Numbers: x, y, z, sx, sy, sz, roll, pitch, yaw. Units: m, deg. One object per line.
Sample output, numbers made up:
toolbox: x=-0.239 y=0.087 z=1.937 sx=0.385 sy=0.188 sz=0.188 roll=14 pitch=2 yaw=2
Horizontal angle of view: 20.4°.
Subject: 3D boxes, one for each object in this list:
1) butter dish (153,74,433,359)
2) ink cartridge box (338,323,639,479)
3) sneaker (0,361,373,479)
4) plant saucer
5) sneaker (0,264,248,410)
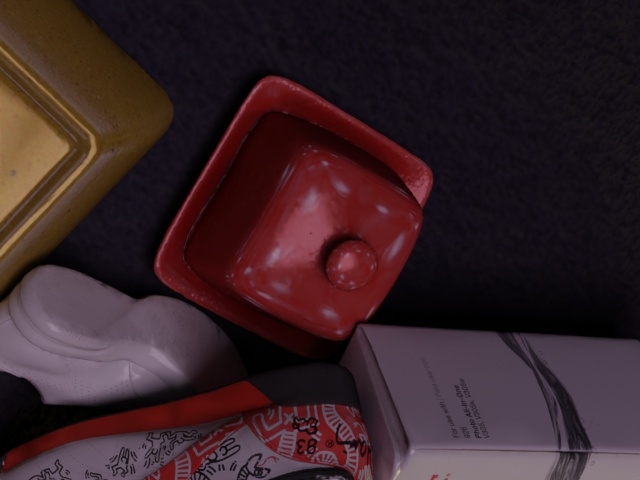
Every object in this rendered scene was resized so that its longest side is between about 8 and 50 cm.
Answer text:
butter dish: x=0.000 y=0.000 z=1.152 sx=0.160 sy=0.118 sz=0.160 roll=29 pitch=94 yaw=-28
ink cartridge box: x=0.131 y=0.172 z=1.226 sx=0.289 sy=0.121 sz=0.211 roll=5 pitch=131 yaw=-25
sneaker: x=-0.092 y=0.180 z=1.105 sx=0.270 sy=0.145 sz=0.090 roll=-18 pitch=154 yaw=12
plant saucer: x=-0.289 y=-0.055 z=1.029 sx=0.332 sy=0.081 sz=0.333 roll=-48 pitch=119 yaw=-4
sneaker: x=-0.136 y=0.082 z=1.155 sx=0.094 sy=0.080 sz=0.212 roll=-37 pitch=137 yaw=26
